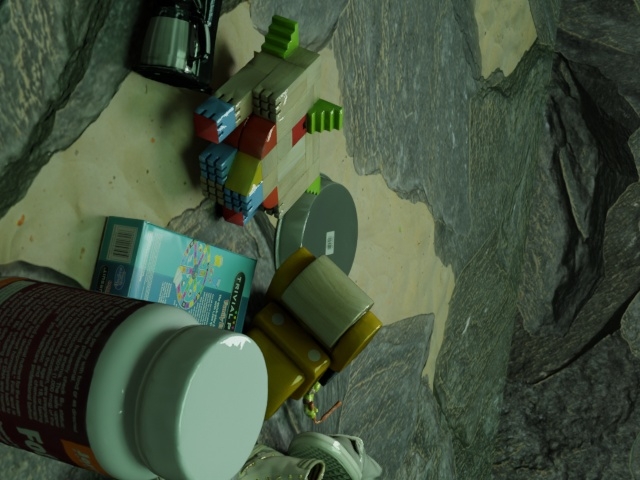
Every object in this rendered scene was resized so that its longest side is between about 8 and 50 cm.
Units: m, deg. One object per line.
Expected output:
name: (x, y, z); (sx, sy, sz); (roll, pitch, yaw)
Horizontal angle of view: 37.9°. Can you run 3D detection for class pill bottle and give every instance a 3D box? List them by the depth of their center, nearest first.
pill bottle: (-0.279, 0.180, 1.198); (0.224, 0.392, 0.224); (-22, 115, -57)

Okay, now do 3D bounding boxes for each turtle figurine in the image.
turtle figurine: (-0.017, 0.248, 2.008); (0.217, 0.087, 0.270); (29, 80, -52)

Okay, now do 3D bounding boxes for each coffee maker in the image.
coffee maker: (-0.221, -0.340, 1.493); (0.171, 0.120, 0.178); (74, 25, -89)

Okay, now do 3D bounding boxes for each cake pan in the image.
cake pan: (0.000, 0.000, 2.012); (0.293, 0.054, 0.293); (-23, 116, -57)

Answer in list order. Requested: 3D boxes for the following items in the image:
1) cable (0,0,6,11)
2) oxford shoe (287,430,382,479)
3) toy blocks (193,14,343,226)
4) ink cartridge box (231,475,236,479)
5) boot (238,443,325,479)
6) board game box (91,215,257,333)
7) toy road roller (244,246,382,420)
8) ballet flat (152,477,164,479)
cable: (-0.422, -0.260, 1.169); (0.287, 0.072, 0.139); (-66, 153, -28)
oxford shoe: (0.042, 0.490, 2.095); (0.130, 0.169, 0.449); (-67, 155, -21)
toy blocks: (-0.109, -0.160, 1.643); (0.261, 0.190, 0.381); (-50, 155, -35)
ink cartridge box: (-0.192, 0.417, 1.648); (0.203, 0.085, 0.148); (68, 31, -87)
boot: (-0.101, 0.483, 1.826); (0.213, 0.165, 0.077); (-39, 129, -54)
board game box: (-0.248, 0.120, 1.565); (0.336, 0.079, 0.254); (24, 76, -60)
toy road roller: (-0.054, 0.193, 1.733); (0.240, 0.202, 0.329); (-41, 169, -29)
ballet flat: (-0.249, 0.351, 1.517); (0.068, 0.072, 0.213); (15, 80, -47)
